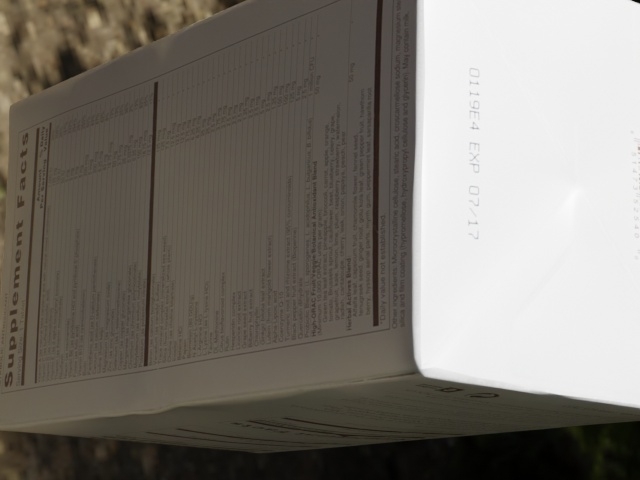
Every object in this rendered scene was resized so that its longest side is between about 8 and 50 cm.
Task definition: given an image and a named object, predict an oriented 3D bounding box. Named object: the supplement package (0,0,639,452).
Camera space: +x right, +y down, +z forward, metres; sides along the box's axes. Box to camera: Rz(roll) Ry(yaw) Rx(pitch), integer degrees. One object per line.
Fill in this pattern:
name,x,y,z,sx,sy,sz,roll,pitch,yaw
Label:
supplement package,0.000,0.000,0.570,0.134,0.244,0.139,12,74,-38
